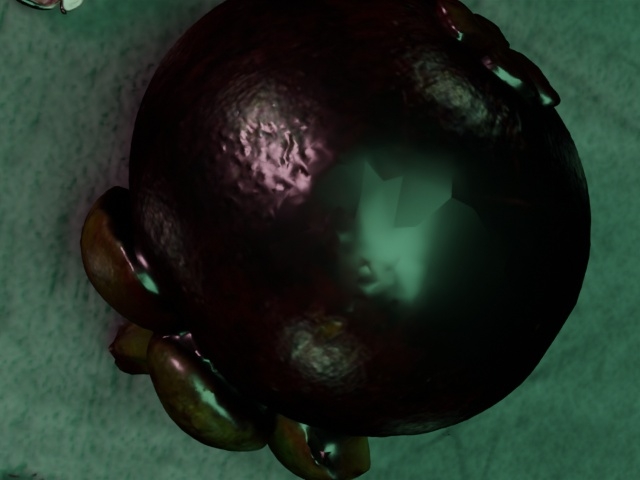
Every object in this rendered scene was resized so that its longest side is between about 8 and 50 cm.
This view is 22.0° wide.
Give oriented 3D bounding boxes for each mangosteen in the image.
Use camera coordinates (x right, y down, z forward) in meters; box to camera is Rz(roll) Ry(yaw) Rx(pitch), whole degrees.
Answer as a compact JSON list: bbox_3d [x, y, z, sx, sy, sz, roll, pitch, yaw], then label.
[{"bbox_3d":[0.000,0.000,1.052,0.307,0.307,0.347,35,112,-27],"label":"mangosteen"}]

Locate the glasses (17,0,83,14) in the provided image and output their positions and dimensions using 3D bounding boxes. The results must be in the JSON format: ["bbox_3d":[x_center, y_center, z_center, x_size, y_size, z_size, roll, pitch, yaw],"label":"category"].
[{"bbox_3d":[-0.175,-0.259,1.012,0.255,0.095,0.162,46,71,-28],"label":"glasses"}]
